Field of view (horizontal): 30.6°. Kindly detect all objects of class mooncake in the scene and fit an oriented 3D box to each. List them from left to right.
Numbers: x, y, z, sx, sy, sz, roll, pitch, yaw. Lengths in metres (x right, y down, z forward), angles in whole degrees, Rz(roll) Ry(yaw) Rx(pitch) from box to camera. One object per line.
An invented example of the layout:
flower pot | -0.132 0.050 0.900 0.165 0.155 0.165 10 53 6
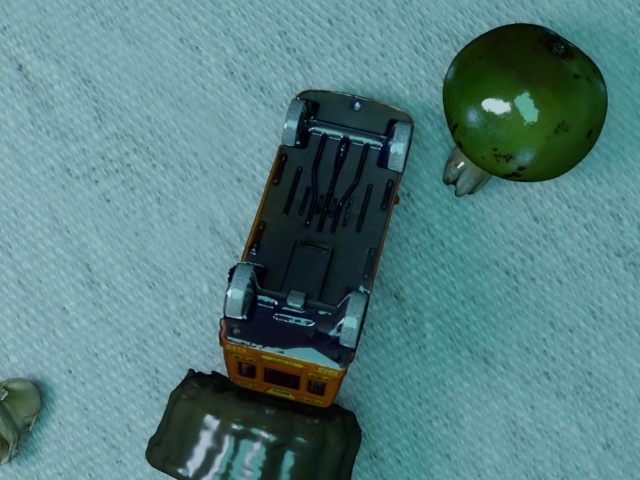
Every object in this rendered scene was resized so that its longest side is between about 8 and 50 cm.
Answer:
mooncake | -0.068 0.216 1.262 0.228 0.228 0.124 17 87 3

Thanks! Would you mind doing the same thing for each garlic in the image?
garlic | -0.375 0.206 1.357 0.113 0.074 0.094 -28 119 2

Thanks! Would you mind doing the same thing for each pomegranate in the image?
pomegranate | 0.205 -0.127 1.254 0.180 0.180 0.209 33 124 2

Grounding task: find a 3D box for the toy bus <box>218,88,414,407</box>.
toy bus | 0.000 0.000 1.239 0.143 0.153 0.329 13 59 4
